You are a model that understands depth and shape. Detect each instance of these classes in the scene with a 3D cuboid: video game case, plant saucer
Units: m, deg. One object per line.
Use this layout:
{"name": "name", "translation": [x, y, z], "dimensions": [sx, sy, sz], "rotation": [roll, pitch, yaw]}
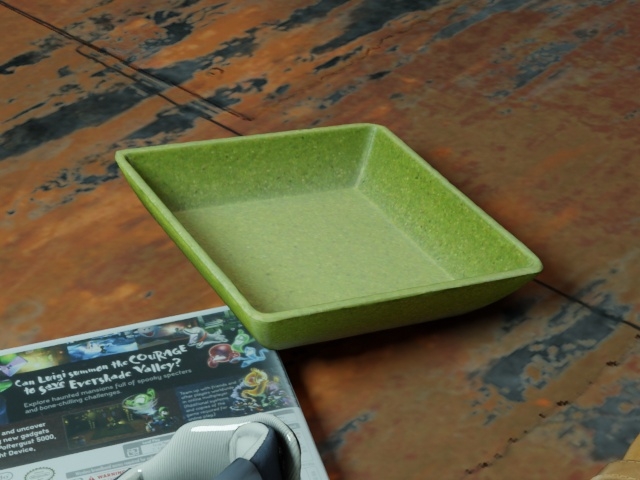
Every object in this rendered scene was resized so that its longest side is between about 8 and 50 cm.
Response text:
{"name": "video game case", "translation": [-0.103, 0.105, 0.786], "dimensions": [0.190, 0.022, 0.173], "rotation": [-11, 37, -11]}
{"name": "plant saucer", "translation": [0.000, 0.000, 0.886], "dimensions": [0.188, 0.045, 0.188], "rotation": [-9, 35, -29]}

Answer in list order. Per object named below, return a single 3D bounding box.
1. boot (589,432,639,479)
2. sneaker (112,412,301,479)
{"name": "boot", "translation": [0.213, 0.184, 0.612], "dimensions": [0.283, 0.109, 0.220], "rotation": [23, 26, 19]}
{"name": "sneaker", "translation": [-0.001, 0.162, 0.582], "dimensions": [0.226, 0.163, 0.086], "rotation": [23, 40, 28]}
